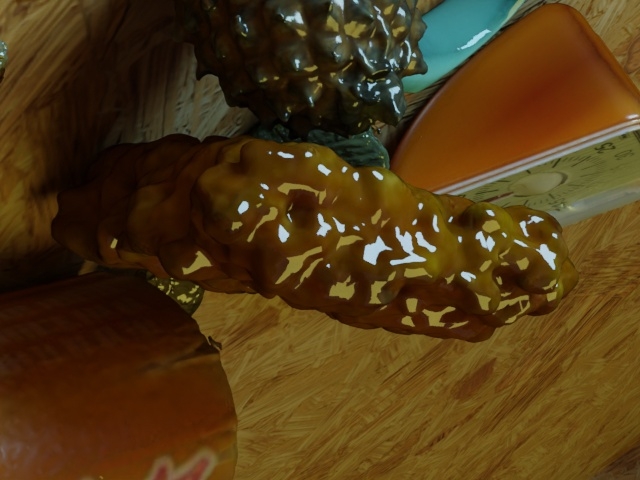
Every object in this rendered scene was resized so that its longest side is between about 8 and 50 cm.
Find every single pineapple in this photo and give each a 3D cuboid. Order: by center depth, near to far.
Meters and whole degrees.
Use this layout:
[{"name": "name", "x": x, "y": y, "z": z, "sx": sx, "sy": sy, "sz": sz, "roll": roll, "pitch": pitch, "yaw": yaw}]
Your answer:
[{"name": "pineapple", "x": -0.007, "y": -0.139, "z": 0.958, "sx": 0.166, "sy": 0.193, "sz": 0.166, "roll": -32, "pitch": 154, "yaw": -18}]

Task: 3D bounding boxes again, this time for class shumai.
[{"name": "shumai", "x": 0.001, "y": -0.084, "z": 1.245, "sx": 0.087, "sy": 0.124, "sz": 0.099, "roll": -73, "pitch": 164, "yaw": -46}]

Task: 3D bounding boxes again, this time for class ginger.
[{"name": "ginger", "x": -0.154, "y": 0.056, "z": 1.275, "sx": 0.165, "sy": 0.067, "sz": 0.096, "roll": -38, "pitch": 163, "yaw": 33}]

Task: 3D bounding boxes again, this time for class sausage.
[{"name": "sausage", "x": -0.238, "y": 0.160, "z": 1.109, "sx": 0.287, "sy": 0.233, "sz": 0.233, "roll": -13, "pitch": 146, "yaw": -47}]

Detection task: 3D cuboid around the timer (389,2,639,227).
[{"name": "timer", "x": 0.192, "y": -0.079, "z": 1.460, "sx": 0.250, "sy": 0.161, "sz": 0.257, "roll": -35, "pitch": 160, "yaw": 11}]

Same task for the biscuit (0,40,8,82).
[{"name": "biscuit", "x": -0.279, "y": -0.033, "z": 0.946, "sx": 0.131, "sy": 0.025, "sz": 0.231, "roll": -17, "pitch": 149, "yaw": -46}]

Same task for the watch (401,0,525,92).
[{"name": "watch", "x": 0.089, "y": -0.200, "z": 1.166, "sx": 0.195, "sy": 0.068, "sz": 0.237, "roll": -51, "pitch": 157, "yaw": 23}]

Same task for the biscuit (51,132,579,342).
[{"name": "biscuit", "x": 0.000, "y": 0.000, "z": 1.060, "sx": 0.318, "sy": 0.312, "sz": 0.110, "roll": 14, "pitch": 86, "yaw": -27}]
